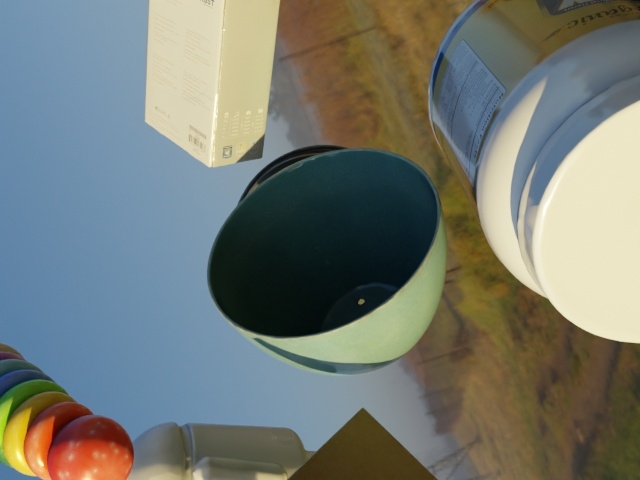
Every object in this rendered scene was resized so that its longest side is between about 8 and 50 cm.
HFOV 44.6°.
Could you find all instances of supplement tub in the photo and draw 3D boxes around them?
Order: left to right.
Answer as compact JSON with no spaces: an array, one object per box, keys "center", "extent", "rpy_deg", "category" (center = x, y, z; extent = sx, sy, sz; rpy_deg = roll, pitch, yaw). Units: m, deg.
[{"center":[0.142,-0.054,0.408],"extent":[0.199,0.144,0.144],"rpy_deg":[-98,-12,-61],"category":"supplement tub"}]

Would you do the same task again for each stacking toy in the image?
[{"center":[-0.333,0.222,0.918],"extent":[0.141,0.330,0.141],"rpy_deg":[-13,-72,-46],"category":"stacking toy"}]

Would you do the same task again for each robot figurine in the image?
[{"center":[-0.149,0.373,1.149],"extent":[0.300,0.354,0.199],"rpy_deg":[124,148,-53],"category":"robot figurine"}]

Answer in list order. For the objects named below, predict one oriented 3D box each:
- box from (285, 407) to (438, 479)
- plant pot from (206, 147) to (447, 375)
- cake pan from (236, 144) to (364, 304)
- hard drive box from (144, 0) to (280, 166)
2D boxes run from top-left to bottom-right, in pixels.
[{"center":[0.048,0.276,0.784],"extent":[0.164,0.021,0.201],"rpy_deg":[43,-143,13],"category":"box"},{"center":[0.033,0.056,0.972],"extent":[0.290,0.290,0.195],"rpy_deg":[-103,-12,-47],"category":"plant pot"},{"center":[0.000,0.000,1.169],"extent":[0.054,0.293,0.293],"rpy_deg":[0,-109,-80],"category":"cake pan"},{"center":[-0.151,-0.241,1.041],"extent":[0.181,0.089,0.232],"rpy_deg":[35,128,39],"category":"hard drive box"}]
